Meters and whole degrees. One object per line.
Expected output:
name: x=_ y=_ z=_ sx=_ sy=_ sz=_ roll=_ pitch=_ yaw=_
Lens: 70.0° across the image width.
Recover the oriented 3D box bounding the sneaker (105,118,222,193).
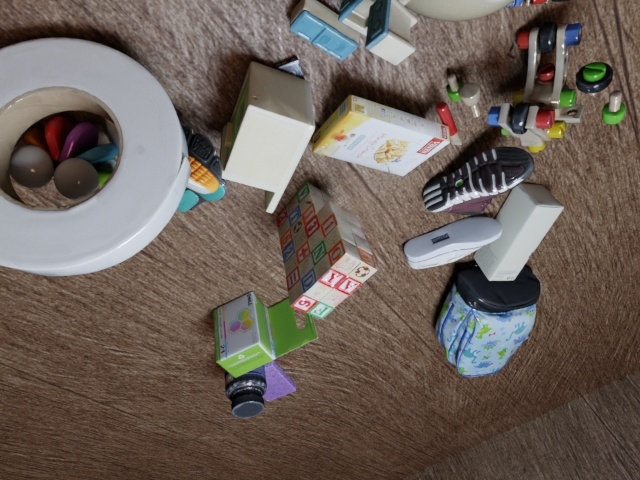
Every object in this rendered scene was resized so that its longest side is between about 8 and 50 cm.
sneaker: x=-0.296 y=-0.164 z=0.863 sx=0.262 sy=0.099 sz=0.121 roll=39 pitch=141 yaw=7

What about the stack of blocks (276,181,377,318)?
stack of blocks: x=0.000 y=0.000 z=1.009 sx=0.087 sy=0.297 sz=0.171 roll=28 pitch=119 yaw=-32

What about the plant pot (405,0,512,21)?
plant pot: x=0.250 y=-0.475 z=0.719 sx=0.285 sy=0.190 sz=0.284 roll=-8 pitch=133 yaw=-8

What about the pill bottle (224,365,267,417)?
pill bottle: x=-0.226 y=0.408 z=1.372 sx=0.123 sy=0.219 sz=0.122 roll=-8 pitch=133 yaw=-9

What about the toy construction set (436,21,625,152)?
toy construction set: x=0.424 y=-0.268 z=0.964 sx=0.309 sy=0.257 sz=0.237 roll=-12 pitch=150 yaw=24

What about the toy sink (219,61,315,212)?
toy sink: x=-0.119 y=-0.192 z=0.887 sx=0.131 sy=0.152 sz=0.234 roll=13 pitch=137 yaw=-20

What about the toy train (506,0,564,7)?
toy train: x=0.414 y=-0.466 z=0.878 sx=0.159 sy=0.036 sz=0.027 roll=-9 pitch=133 yaw=-7

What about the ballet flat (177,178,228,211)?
ballet flat: x=-0.243 y=-0.114 z=0.949 sx=0.074 sy=0.074 sz=0.203 roll=29 pitch=152 yaw=-34

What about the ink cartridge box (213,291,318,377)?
ink cartridge box: x=-0.156 y=0.228 z=1.251 sx=0.255 sy=0.188 sz=0.097 roll=-27 pitch=131 yaw=7

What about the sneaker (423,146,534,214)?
sneaker: x=0.404 y=-0.133 z=1.110 sx=0.163 sy=0.106 sz=0.281 roll=11 pitch=160 yaw=-39

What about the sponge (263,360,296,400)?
sponge: x=-0.177 y=0.488 z=1.591 sx=0.117 sy=0.031 sz=0.210 roll=-23 pitch=134 yaw=6

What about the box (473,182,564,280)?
box: x=0.542 y=-0.018 z=1.276 sx=0.094 sy=0.113 sz=0.275 roll=2 pitch=132 yaw=-18

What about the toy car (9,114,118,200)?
toy car: x=-0.452 y=-0.155 z=0.837 sx=0.182 sy=0.159 sz=0.136 roll=16 pitch=102 yaw=-2

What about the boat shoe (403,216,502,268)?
boat shoe: x=0.369 y=0.016 z=1.271 sx=0.268 sy=0.096 sz=0.088 roll=-21 pitch=138 yaw=5

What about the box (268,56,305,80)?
box: x=-0.063 y=-0.309 z=0.900 sx=0.067 sy=0.018 sz=0.083 roll=-18 pitch=134 yaw=3

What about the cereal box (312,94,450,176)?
cereal box: x=0.125 y=-0.213 z=0.970 sx=0.240 sy=0.047 sz=0.173 roll=10 pitch=158 yaw=-23

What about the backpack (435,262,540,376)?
backpack: x=0.512 y=0.264 z=1.456 sx=0.291 sy=0.273 sz=0.355 roll=-2 pitch=145 yaw=-23

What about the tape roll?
tape roll: x=-0.411 y=-0.136 z=0.732 sx=0.393 sy=0.391 sz=0.072 roll=-8 pitch=168 yaw=-8

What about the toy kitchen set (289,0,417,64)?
toy kitchen set: x=0.043 y=-0.341 z=0.742 sx=0.122 sy=0.165 sz=0.207 roll=20 pitch=157 yaw=-29
